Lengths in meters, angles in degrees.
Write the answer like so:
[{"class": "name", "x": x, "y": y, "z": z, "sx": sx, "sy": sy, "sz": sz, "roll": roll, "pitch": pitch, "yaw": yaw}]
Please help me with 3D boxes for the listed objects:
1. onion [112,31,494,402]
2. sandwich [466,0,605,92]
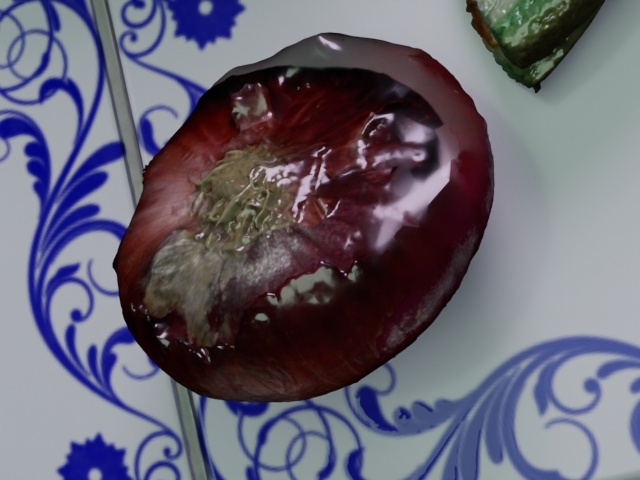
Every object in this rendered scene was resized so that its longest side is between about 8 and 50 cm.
[{"class": "onion", "x": 0.000, "y": 0.000, "z": 0.982, "sx": 0.272, "sy": 0.195, "sz": 0.272, "roll": -17, "pitch": 45, "yaw": 18}, {"class": "sandwich", "x": 0.134, "y": -0.213, "z": 0.973, "sx": 0.160, "sy": 0.109, "sz": 0.185, "roll": 33, "pitch": 96, "yaw": 15}]
